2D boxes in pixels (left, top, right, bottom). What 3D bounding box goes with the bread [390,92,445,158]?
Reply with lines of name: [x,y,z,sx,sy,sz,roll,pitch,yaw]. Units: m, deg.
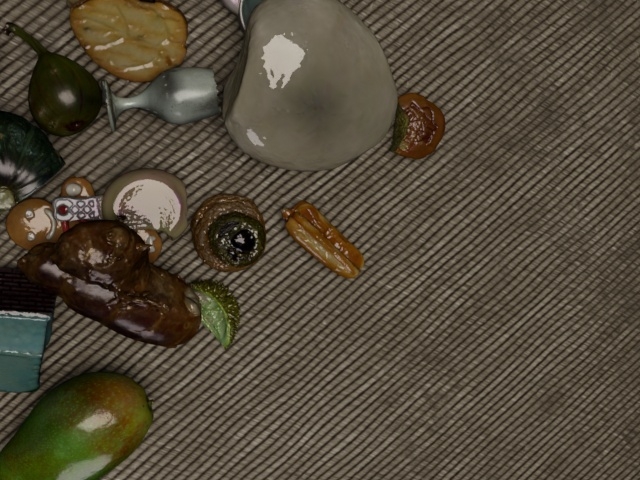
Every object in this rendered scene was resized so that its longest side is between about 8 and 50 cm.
bread: [0.230,-0.273,1.930,0.125,0.086,0.156,-3,100,-16]

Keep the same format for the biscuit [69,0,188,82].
biscuit: [-0.401,-0.436,1.706,0.260,0.041,0.203,17,126,-33]

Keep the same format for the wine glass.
wine glass: [-0.341,-0.305,1.746,0.241,0.126,0.126,-9,101,-10]

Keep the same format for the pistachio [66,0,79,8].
pistachio: [-0.450,-0.542,1.681,0.185,0.124,0.124,-30,105,-8]

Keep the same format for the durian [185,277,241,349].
durian: [-0.249,0.150,1.875,0.100,0.086,0.215,-31,101,7]

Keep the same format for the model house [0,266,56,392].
model house: [-0.709,0.161,1.706,0.281,0.230,0.248,8,56,-19]

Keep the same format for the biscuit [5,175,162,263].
biscuit: [-0.514,-0.032,1.787,0.340,0.047,0.216,3,97,-16]

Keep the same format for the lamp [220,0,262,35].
lamp: [-0.112,-0.521,1.786,0.246,0.108,0.179,33,85,-17]

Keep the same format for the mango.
mango: [-0.547,0.430,1.776,0.382,0.201,0.225,-32,128,2]

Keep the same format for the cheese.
cheese: [-0.427,-0.070,1.743,0.286,0.082,0.163,-6,95,-16]

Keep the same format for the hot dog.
hot dog: [0.000,0.000,1.918,0.249,0.076,0.102,42,50,-19]

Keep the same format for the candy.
candy: [-0.006,-0.323,1.776,0.427,0.186,0.386,21,106,-38]

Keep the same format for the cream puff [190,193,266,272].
cream puff: [-0.197,-0.010,1.812,0.183,0.169,0.183,-3,101,-14]

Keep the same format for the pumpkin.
pumpkin: [-0.680,-0.139,1.609,0.293,0.263,0.197,-42,110,-18]

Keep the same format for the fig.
fig: [-0.558,-0.350,1.701,0.151,0.151,0.259,-24,81,-10]

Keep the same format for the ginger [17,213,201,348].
ginger: [-0.396,0.091,1.708,0.254,0.176,0.418,-31,129,34]
